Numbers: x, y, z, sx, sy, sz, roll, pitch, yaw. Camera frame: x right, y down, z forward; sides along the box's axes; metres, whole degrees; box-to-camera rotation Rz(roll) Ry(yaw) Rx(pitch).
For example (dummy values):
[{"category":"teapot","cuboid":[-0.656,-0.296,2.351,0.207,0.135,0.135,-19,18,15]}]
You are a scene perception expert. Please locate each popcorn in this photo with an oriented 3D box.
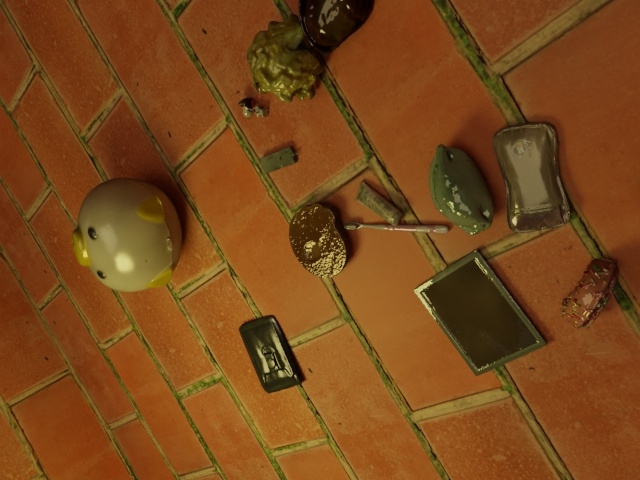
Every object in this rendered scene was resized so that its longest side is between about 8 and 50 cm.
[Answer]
[{"category":"popcorn","cuboid":[-0.082,-0.422,1.277,0.167,0.185,0.188,-24,78,15]}]

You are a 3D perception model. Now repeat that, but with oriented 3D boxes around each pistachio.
[{"category":"pistachio","cuboid":[0.033,-0.522,1.181,0.165,0.131,0.211,16,110,-8]}]

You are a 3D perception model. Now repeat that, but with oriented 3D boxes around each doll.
[{"category":"doll","cuboid":[-0.185,-0.363,1.455,0.085,0.040,0.058,7,124,37]}]

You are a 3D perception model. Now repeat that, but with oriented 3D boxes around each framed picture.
[{"category":"framed picture","cuboid":[0.381,0.180,1.293,0.217,0.017,0.274,-38,85,38]}]

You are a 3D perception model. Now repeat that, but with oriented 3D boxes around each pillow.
[{"category":"pillow","cuboid":[0.442,-0.130,1.114,0.130,0.038,0.233,-7,102,33]}]

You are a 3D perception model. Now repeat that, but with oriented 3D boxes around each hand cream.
[{"category":"hand cream","cuboid":[0.147,-0.089,1.341,0.143,0.039,0.061,41,133,26]}]

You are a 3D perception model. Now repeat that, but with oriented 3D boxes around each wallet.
[{"category":"wallet","cuboid":[-0.167,0.372,1.730,0.168,0.052,0.245,-22,92,35]}]

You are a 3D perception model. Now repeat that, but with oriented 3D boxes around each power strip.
[{"category":"power strip","cuboid":[-0.112,-0.224,1.471,0.136,0.019,0.051,-15,98,38]}]

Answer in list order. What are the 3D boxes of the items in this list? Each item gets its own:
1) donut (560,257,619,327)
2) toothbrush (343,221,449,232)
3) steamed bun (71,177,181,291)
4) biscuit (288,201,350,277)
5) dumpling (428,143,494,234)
[{"category":"donut","cuboid":[0.547,0.117,1.091,0.065,0.117,0.166,26,121,18]},{"category":"toothbrush","cuboid":[0.184,-0.032,1.340,0.286,0.025,0.020,3,110,33]},{"category":"steamed bun","cuboid":[-0.614,-0.016,1.719,0.333,0.334,0.374,14,121,30]},{"category":"biscuit","cuboid":[0.000,0.000,1.463,0.180,0.049,0.208,-21,95,38]},{"category":"dumpling","cuboid":[0.293,-0.106,1.183,0.149,0.104,0.217,-25,94,38]}]
